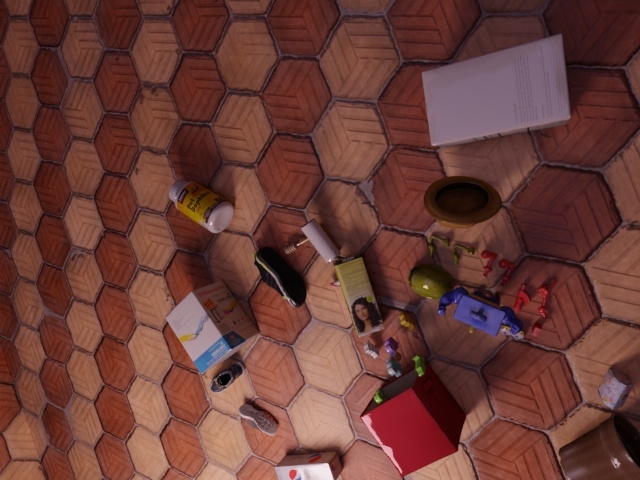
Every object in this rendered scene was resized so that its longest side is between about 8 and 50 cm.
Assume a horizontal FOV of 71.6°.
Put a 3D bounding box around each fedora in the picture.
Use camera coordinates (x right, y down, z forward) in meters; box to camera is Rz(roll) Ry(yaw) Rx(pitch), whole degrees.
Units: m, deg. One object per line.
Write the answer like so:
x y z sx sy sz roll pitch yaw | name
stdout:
0.357 -0.084 1.134 0.194 0.194 0.079 18 141 22 | fedora

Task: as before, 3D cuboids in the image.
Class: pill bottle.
-0.406 -0.123 1.500 0.214 0.117 0.117 31 109 19 | pill bottle

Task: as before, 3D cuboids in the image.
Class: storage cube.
0.259 0.488 1.231 0.215 0.183 0.193 -41 81 24 | storage cube

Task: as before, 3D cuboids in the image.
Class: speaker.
0.000 0.000 1.339 0.055 0.055 0.136 -35 96 25 | speaker

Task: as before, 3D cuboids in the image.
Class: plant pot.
0.678 0.524 1.055 0.167 0.167 0.165 52 122 10 | plant pot

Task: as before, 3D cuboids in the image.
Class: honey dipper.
-0.044 -0.004 1.392 0.160 0.030 0.031 -30 84 25 | honey dipper

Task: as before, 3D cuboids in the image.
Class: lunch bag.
0.701 0.354 1.053 0.053 0.083 0.071 22 106 22 | lunch bag

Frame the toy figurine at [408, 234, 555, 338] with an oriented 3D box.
0.382 0.133 1.102 0.362 0.217 0.191 25 107 20 | toy figurine

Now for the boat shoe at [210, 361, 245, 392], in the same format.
-0.352 0.498 1.582 0.183 0.083 0.065 -42 79 25 | boat shoe

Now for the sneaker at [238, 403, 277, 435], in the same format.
-0.218 0.636 1.564 0.157 0.061 0.065 28 135 21 | sneaker

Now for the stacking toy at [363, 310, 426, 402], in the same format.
0.200 0.320 1.231 0.052 0.221 0.167 36 115 -19 | stacking toy

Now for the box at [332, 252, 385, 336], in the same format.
0.112 0.158 1.308 0.087 0.058 0.233 -19 88 -5 | box

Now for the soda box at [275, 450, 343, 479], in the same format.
-0.040 0.756 1.474 0.216 0.074 0.069 -18 89 27 | soda box

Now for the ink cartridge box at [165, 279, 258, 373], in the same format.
-0.368 0.287 1.510 0.168 0.171 0.233 -41 80 24 | ink cartridge box

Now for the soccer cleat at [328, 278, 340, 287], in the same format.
0.064 0.124 1.360 0.083 0.029 0.036 -7 85 23 | soccer cleat

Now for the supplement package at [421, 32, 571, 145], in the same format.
0.409 -0.334 1.044 0.292 0.175 0.178 -6 96 26 | supplement package

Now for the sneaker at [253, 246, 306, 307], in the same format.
-0.134 0.123 1.442 0.235 0.084 0.097 53 139 11 | sneaker
